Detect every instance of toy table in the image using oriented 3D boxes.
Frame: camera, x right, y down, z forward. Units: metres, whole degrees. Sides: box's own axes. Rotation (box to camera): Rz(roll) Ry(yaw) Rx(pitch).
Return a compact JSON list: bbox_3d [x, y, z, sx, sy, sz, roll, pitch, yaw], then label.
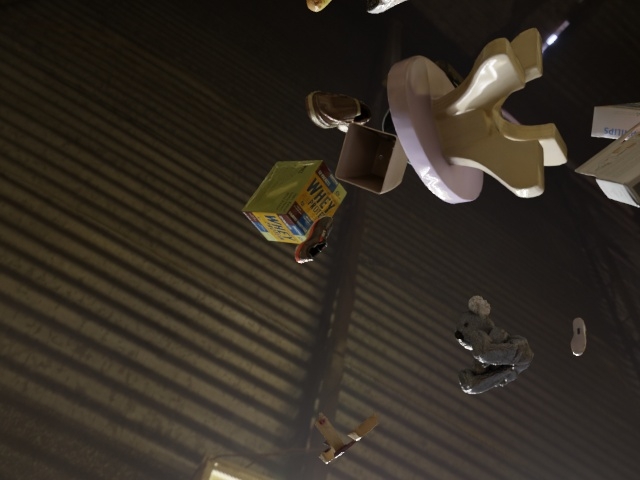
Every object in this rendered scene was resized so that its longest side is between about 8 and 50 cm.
[{"bbox_3d":[0.226,-0.164,0.831,0.274,0.161,0.252,20,-113,-51],"label":"toy table"}]

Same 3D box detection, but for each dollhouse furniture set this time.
[{"bbox_3d":[0.041,0.351,1.146,0.114,0.091,0.081,-26,-108,-37],"label":"dollhouse furniture set"}]

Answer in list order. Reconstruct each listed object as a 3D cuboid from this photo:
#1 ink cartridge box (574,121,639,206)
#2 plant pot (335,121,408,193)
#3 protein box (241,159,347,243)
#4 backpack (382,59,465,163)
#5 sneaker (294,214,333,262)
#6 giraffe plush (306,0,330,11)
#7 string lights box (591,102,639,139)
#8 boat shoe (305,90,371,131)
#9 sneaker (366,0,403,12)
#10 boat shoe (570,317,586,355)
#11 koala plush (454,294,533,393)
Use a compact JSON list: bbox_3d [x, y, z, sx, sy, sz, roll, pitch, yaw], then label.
[{"bbox_3d":[0.643,-0.181,1.121,0.060,0.275,0.239,51,-170,-6],"label":"ink cartridge box"},{"bbox_3d":[0.109,-0.154,1.135,0.109,0.109,0.096,25,-163,33],"label":"plant pot"},{"bbox_3d":[-0.074,-0.110,1.704,0.136,0.201,0.200,49,-118,-34],"label":"protein box"},{"bbox_3d":[0.302,-0.332,1.621,0.225,0.253,0.191,44,-151,-4],"label":"backpack"},{"bbox_3d":[0.000,0.000,1.540,0.158,0.065,0.061,-56,-51,-28],"label":"sneaker"},{"bbox_3d":[0.028,-0.737,1.667,0.210,0.181,0.170,7,-170,-19],"label":"giraffe plush"},{"bbox_3d":[0.808,-0.293,1.465,0.260,0.077,0.133,-10,-160,-26],"label":"string lights box"},{"bbox_3d":[0.055,-0.338,1.528,0.257,0.095,0.095,-12,-92,-63],"label":"boat shoe"},{"bbox_3d":[0.176,-0.467,1.081,0.121,0.099,0.262,9,178,-22],"label":"sneaker"},{"bbox_3d":[0.642,0.242,1.485,0.035,0.035,0.100,44,-134,-35],"label":"boat shoe"},{"bbox_3d":[0.463,0.284,1.704,0.203,0.196,0.221,-6,-144,-18],"label":"koala plush"}]
